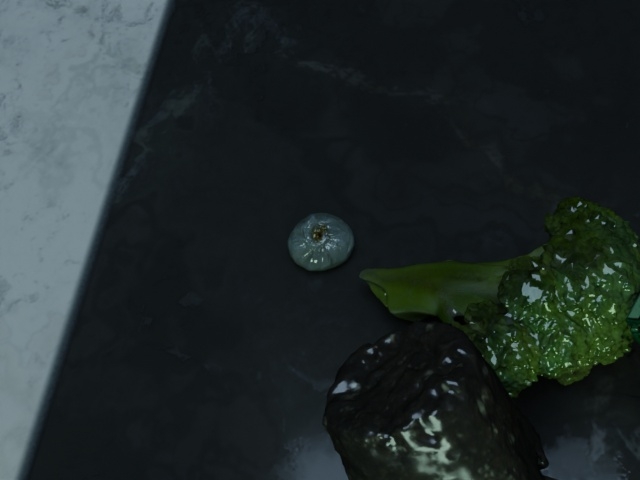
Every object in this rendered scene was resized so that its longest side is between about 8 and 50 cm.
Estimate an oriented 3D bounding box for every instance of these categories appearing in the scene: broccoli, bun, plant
[{"bbox_3d":[0.216,0.090,1.095,0.302,0.186,0.254,-28,23,17],"label":"broccoli"},{"bbox_3d":[0.000,0.000,1.246,0.083,0.045,0.083,-3,66,7],"label":"bun"},{"bbox_3d":[0.143,0.237,0.952,0.194,0.320,0.181,-20,27,20],"label":"plant"}]

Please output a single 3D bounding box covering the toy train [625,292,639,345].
[{"bbox_3d":[0.424,0.097,1.001,0.115,0.269,0.154,-4,48,52],"label":"toy train"}]
